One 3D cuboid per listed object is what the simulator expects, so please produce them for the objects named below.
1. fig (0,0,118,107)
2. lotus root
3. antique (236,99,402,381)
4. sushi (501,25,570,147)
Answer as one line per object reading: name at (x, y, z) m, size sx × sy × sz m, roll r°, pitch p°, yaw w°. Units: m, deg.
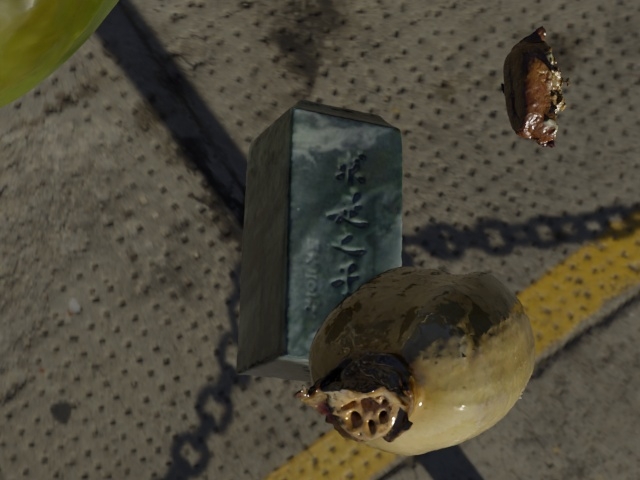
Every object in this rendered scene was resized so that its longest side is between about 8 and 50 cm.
fig at (-0.211, -0.217, 0.559) m, size 0.316 × 0.316 × 0.316 m, roll -3°, pitch 103°, yaw -13°
lotus root at (0.038, 0.042, 0.390) m, size 0.073 × 0.150 × 0.062 m, roll 6°, pitch 100°, yaw 23°
antique at (0.000, 0.000, 0.743) m, size 0.088 × 0.086 × 0.183 m, roll 8°, pitch 73°, yaw -24°
sushi at (0.216, -0.152, 1.082) m, size 0.060 × 0.061 × 0.118 m, roll -7°, pitch 107°, yaw -15°
